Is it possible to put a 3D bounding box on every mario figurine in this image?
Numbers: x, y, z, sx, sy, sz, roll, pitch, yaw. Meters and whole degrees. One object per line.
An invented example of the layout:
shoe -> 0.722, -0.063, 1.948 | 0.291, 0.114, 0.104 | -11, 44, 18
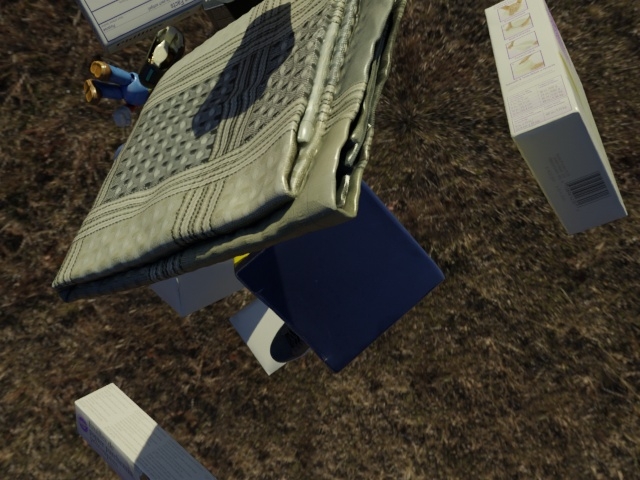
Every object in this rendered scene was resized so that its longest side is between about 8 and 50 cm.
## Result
mario figurine -> -0.525, -0.441, 1.896 | 0.198, 0.321, 0.170 | -14, 81, 46

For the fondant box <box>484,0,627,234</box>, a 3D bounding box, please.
fondant box -> 0.366, -0.210, 0.993 | 0.096, 0.330, 0.238 | -23, 133, 27

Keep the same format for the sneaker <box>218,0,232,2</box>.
sneaker -> -0.059, -0.266, 0.472 | 0.064, 0.192, 0.086 | 30, 60, 15

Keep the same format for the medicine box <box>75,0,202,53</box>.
medicine box -> -0.471, -0.641, 1.507 | 0.264, 0.149, 0.289 | -30, 107, -11

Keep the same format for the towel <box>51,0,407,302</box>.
towel -> -0.079, -0.107, 0.537 | 0.324, 0.312, 0.056 | -16, 133, 35

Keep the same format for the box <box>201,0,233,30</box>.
box -> -0.279, -0.797, 1.740 | 0.179, 0.312, 0.343 | -18, 101, 0

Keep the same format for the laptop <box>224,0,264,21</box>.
laptop -> 0.011, -0.389, 0.988 | 0.137, 0.234, 0.264 | 25, 77, 31

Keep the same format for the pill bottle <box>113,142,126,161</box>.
pill bottle -> -0.466, -0.191, 1.643 | 0.137, 0.078, 0.078 | 37, 104, 16

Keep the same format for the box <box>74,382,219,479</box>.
box -> -0.215, 0.306, 0.839 | 0.324, 0.067, 0.063 | 26, 124, 34

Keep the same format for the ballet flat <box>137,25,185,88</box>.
ballet flat -> -0.442, -0.549, 1.810 | 0.095, 0.280, 0.096 | 23, 142, -18

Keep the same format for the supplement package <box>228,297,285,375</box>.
supplement package -> -0.103, 0.218, 1.661 | 0.175, 0.293, 0.177 | -35, 86, -1

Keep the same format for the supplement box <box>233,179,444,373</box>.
supplement box -> 0.000, 0.000, 0.933 | 0.195, 0.356, 0.194 | -42, 107, 4

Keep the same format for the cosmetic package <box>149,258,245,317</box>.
cosmetic package -> -0.209, -0.002, 1.449 | 0.155, 0.366, 0.196 | 33, 133, 40

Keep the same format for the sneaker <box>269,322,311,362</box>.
sneaker -> -0.046, 0.177, 1.268 | 0.226, 0.163, 0.086 | -40, 73, 18
